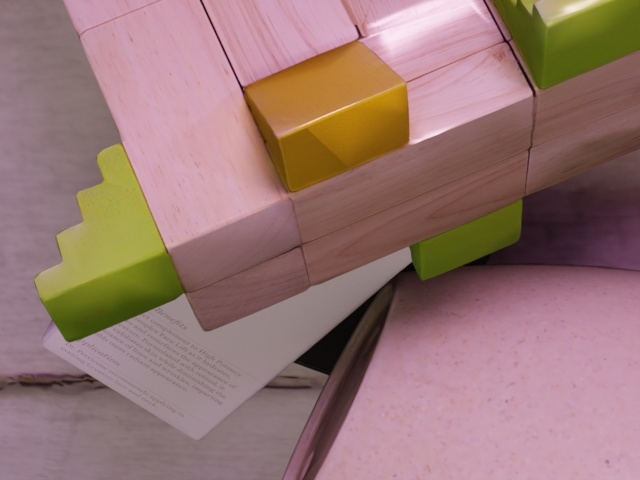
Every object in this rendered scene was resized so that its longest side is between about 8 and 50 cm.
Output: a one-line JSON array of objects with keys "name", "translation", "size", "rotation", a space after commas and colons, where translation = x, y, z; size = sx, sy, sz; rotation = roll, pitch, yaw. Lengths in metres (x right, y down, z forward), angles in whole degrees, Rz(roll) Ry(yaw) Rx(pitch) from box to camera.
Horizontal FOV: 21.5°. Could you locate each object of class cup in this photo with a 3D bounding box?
[{"name": "cup", "translation": [0.109, 0.142, 0.908], "size": [0.237, 0.331, 0.331], "rotation": [26, 135, -3]}]

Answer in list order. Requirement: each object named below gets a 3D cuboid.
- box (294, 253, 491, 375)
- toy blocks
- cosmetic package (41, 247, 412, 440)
[{"name": "box", "translation": [0.000, 0.000, 0.996], "size": [0.184, 0.045, 0.191], "rotation": [22, 136, -3]}, {"name": "toy blocks", "translation": [0.031, -0.144, 0.693], "size": [0.381, 0.261, 0.191], "rotation": [-22, 158, -5]}, {"name": "cosmetic package", "translation": [-0.046, 0.006, 0.926], "size": [0.117, 0.085, 0.231], "rotation": [34, 132, -17]}]
